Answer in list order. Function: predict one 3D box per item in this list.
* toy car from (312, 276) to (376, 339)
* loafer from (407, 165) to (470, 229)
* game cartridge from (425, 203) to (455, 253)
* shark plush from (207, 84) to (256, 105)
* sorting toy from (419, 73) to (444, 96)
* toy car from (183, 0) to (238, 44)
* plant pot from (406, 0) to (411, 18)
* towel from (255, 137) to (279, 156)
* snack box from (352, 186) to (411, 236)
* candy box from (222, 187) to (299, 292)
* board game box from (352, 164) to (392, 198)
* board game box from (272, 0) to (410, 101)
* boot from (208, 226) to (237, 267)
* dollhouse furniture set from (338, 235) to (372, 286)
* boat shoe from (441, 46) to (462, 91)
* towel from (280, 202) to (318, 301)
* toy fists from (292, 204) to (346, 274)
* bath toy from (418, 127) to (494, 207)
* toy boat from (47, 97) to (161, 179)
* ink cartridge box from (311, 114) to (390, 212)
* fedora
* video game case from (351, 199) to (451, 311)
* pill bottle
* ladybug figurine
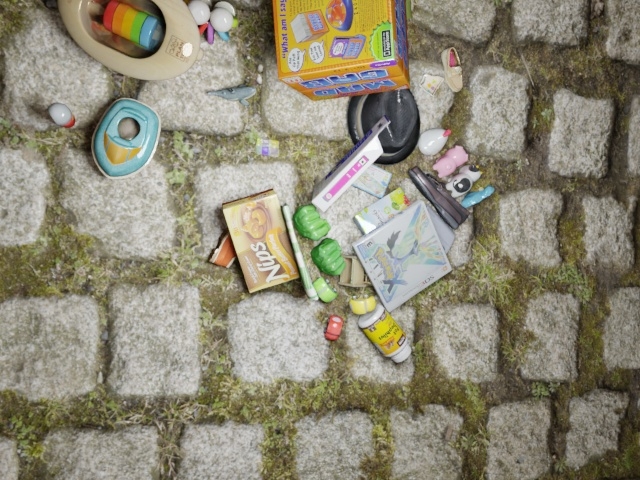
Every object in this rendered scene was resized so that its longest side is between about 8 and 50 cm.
[{"bbox_3d":[0.055,0.232,1.784,0.239,0.053,0.225,-40,99,11],"label":"toy car"},{"bbox_3d":[0.453,-0.177,1.876,0.095,0.109,0.302,-41,105,4],"label":"loafer"},{"bbox_3d":[0.383,0.031,1.902,0.196,0.060,0.294,44,81,-16],"label":"game cartridge"},{"bbox_3d":[-0.304,-0.514,1.684,0.161,0.067,0.073,7,91,-15],"label":"shark plush"},{"bbox_3d":[0.420,-0.601,1.894,0.075,0.045,0.083,32,84,-7],"label":"sorting toy"},{"bbox_3d":[-0.370,-0.725,1.633,0.182,0.159,0.136,12,123,-16],"label":"toy car"},{"bbox_3d":[0.308,-0.865,1.839,0.083,0.083,0.079,-21,110,-14],"label":"plant pot"},{"bbox_3d":[-0.188,-0.332,1.752,0.083,0.009,0.060,7,91,-16],"label":"towel"},{"bbox_3d":[0.252,-0.068,1.824,0.207,0.070,0.174,-33,85,-6],"label":"snack box"},{"bbox_3d":[-0.200,0.003,1.670,0.183,0.087,0.316,-17,114,-6],"label":"candy box"},{"bbox_3d":[0.181,-0.234,1.848,0.154,0.026,0.103,24,86,-15],"label":"board game box"},{"bbox_3d":[0.079,-0.677,1.567,0.356,0.356,0.357,-3,94,18],"label":"board game box"},{"bbox_3d":[-0.318,0.018,1.711,0.084,0.059,0.158,29,88,-23],"label":"boot"},{"bbox_3d":[0.156,0.077,1.838,0.161,0.101,0.182,3,91,-40],"label":"dollhouse furniture set"},{"bbox_3d":[0.517,-0.664,1.906,0.063,0.059,0.170,-22,97,-13],"label":"boat shoe"},{"bbox_3d":[-0.076,0.033,1.677,0.038,0.248,0.325,-16,98,-4],"label":"towel"},{"bbox_3d":[0.000,0.000,1.748,0.096,0.142,0.279,-28,100,-13],"label":"toy fists"},{"bbox_3d":[0.519,-0.294,1.884,0.348,0.129,0.151,49,44,-14],"label":"bath toy"},{"bbox_3d":[-0.680,-0.340,1.546,0.318,0.148,0.267,18,87,-15],"label":"toy boat"},{"bbox_3d":[0.115,-0.265,1.681,0.069,0.176,0.371,39,107,-12],"label":"ink cartridge box"},{"bbox_3d":[0.256,-0.447,1.796,0.334,0.152,0.334,-1,92,-15],"label":"fedora"},{"bbox_3d":[0.304,0.062,1.791,0.300,0.036,0.329,-33,117,-6],"label":"video game case"},{"bbox_3d":[0.245,0.352,1.840,0.117,0.117,0.215,-42,102,-10],"label":"pill bottle"},{"bbox_3d":[-0.574,-0.671,1.534,0.449,0.162,0.305,27,105,-9],"label":"ladybug figurine"}]
